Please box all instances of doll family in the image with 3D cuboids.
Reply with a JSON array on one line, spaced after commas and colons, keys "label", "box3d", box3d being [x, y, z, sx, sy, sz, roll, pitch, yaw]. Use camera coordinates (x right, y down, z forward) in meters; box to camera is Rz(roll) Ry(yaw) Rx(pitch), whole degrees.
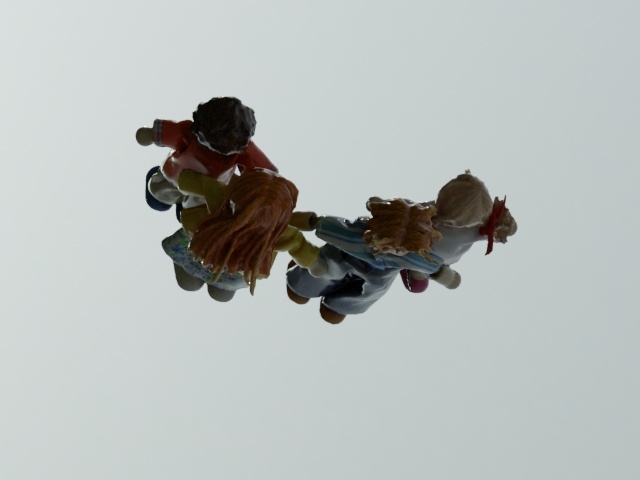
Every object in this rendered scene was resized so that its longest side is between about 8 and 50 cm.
[{"label": "doll family", "box3d": [0.000, 0.000, 1.287, 0.163, 0.263, 0.118, 133, -30, -62]}]
